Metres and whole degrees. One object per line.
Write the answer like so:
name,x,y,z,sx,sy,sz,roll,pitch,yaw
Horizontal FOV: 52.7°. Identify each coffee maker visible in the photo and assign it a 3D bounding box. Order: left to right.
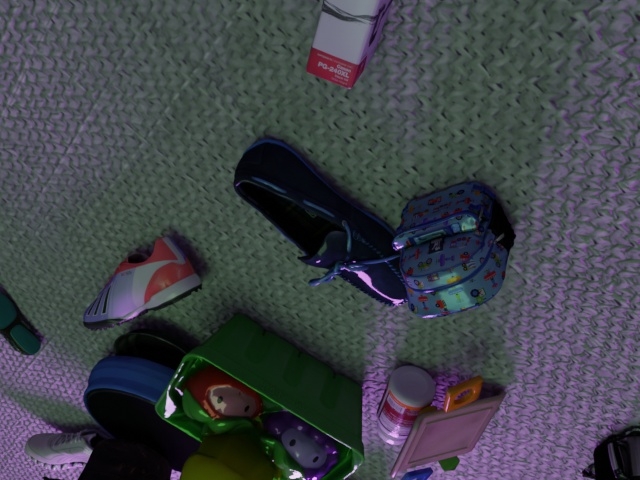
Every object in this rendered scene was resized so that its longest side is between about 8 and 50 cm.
coffee maker,0.514,0.432,1.072,0.120,0.178,0.171,17,131,11

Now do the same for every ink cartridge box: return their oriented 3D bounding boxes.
ink cartridge box,0.044,-0.272,0.753,0.063,0.109,0.150,24,132,4

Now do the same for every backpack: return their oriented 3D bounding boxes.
backpack,0.176,0.019,0.887,0.158,0.173,0.116,-15,119,32

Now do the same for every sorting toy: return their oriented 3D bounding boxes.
sorting toy,0.219,0.334,1.149,0.196,0.047,0.347,-10,136,-24

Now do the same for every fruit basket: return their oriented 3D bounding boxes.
fruit basket,-0.134,0.375,1.173,0.392,0.392,0.283,32,132,-4

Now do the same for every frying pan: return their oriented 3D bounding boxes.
frying pan,-0.281,0.280,1.365,0.326,0.053,0.197,28,136,-7

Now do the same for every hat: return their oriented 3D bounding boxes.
hat,-0.438,0.524,1.455,0.332,0.133,0.331,9,152,5

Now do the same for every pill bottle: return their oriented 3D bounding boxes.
pill bottle,0.151,0.306,1.184,0.086,0.086,0.151,19,132,7

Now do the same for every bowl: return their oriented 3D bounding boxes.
bowl,-0.347,0.403,1.434,0.392,0.077,0.391,15,139,13

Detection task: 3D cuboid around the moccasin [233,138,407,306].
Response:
moccasin,0.000,0.000,0.982,0.342,0.116,0.138,37,131,-8

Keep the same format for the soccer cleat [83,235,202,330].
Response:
soccer cleat,-0.354,0.087,1.224,0.318,0.109,0.116,-22,93,37

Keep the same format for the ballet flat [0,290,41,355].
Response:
ballet flat,-0.711,0.188,1.466,0.070,0.070,0.188,-8,119,28

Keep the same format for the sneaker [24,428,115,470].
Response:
sneaker,-0.632,0.540,1.692,0.293,0.110,0.118,8,122,7
